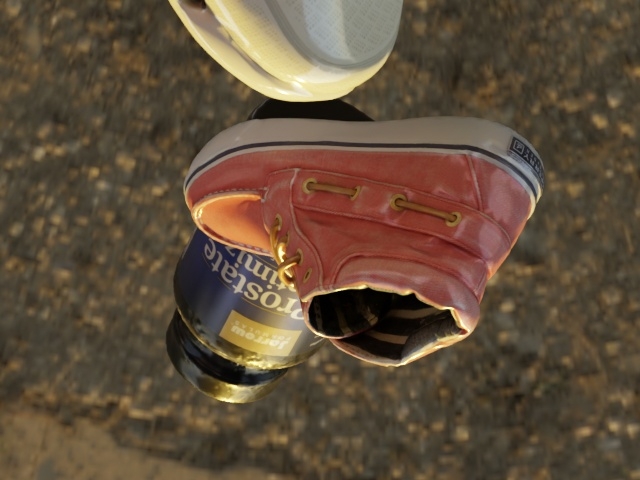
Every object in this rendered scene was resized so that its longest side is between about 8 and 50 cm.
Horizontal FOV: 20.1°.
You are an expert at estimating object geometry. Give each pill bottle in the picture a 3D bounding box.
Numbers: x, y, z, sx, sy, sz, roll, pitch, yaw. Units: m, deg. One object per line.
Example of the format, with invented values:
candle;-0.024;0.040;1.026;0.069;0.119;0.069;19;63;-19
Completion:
pill bottle;-0.031;0.012;1.265;0.123;0.123;0.219;19;131;-11

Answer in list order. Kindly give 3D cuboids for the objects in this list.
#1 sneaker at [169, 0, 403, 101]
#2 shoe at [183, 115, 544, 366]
sneaker;0.004;-0.182;0.549;0.118;0.110;0.292;12;112;38
shoe;0.000;0.000;0.708;0.178;0.081;0.063;-2;141;42
